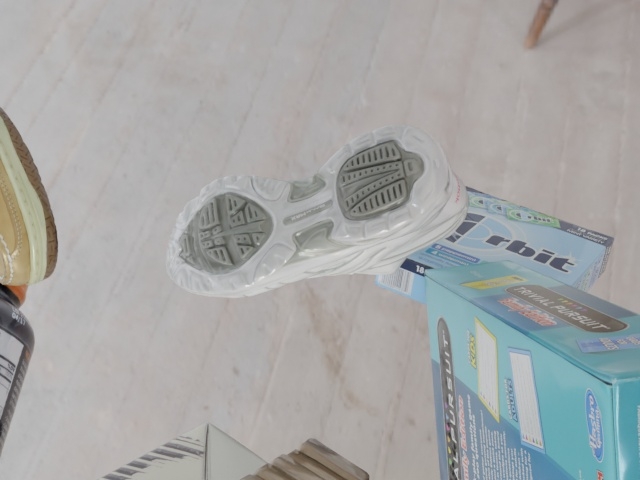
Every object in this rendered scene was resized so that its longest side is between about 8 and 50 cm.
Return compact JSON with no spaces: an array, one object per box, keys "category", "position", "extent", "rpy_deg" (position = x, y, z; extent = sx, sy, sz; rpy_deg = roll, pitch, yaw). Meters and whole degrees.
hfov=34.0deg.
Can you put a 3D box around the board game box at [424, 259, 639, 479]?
[{"category":"board game box","position":[0.160,0.164,0.691],"extent":[0.079,0.253,0.336],"rpy_deg":[-7,9,-9]}]

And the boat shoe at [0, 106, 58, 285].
[{"category":"boat shoe","position":[-0.200,-0.048,0.518],"extent":[0.072,0.068,0.190],"rpy_deg":[-19,60,-38]}]

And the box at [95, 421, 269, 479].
[{"category":"box","position":[-0.178,0.287,1.010],"extent":[0.275,0.113,0.094],"rpy_deg":[-30,39,21]}]

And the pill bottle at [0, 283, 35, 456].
[{"category":"pill bottle","position":[-0.309,0.120,0.840],"extent":[0.131,0.130,0.245],"rpy_deg":[6,59,7]}]

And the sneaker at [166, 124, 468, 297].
[{"category":"sneaker","position":[0.000,0.000,0.738],"extent":[0.232,0.115,0.090],"rpy_deg":[-13,65,27]}]

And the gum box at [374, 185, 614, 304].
[{"category":"gum box","position":[0.162,0.018,0.951],"extent":[0.157,0.041,0.184],"rpy_deg":[21,30,24]}]

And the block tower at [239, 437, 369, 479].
[{"category":"block tower","position":[-0.027,0.132,0.254],"extent":[0.091,0.335,0.097],"rpy_deg":[31,95,12]}]
